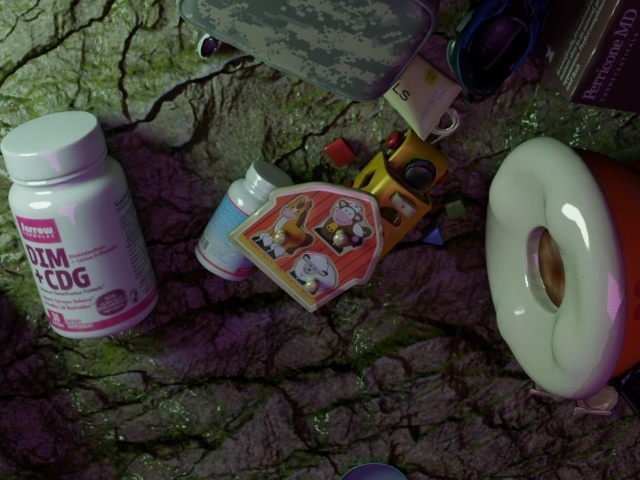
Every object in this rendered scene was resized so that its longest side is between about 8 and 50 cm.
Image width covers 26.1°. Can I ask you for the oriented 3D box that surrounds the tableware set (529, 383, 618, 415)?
[{"bbox_3d":[0.405,0.194,2.090,0.141,0.020,0.169,18,117,-10],"label":"tableware set"}]

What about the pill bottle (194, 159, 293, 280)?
[{"bbox_3d":[-0.103,-0.029,1.923,0.087,0.087,0.160,26,115,-14],"label":"pill bottle"}]

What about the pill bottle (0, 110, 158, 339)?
[{"bbox_3d":[-0.330,-0.022,1.881,0.160,0.160,0.283,-11,117,5],"label":"pill bottle"}]

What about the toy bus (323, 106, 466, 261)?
[{"bbox_3d":[0.106,-0.065,1.897,0.190,0.104,0.202,-6,118,2],"label":"toy bus"}]

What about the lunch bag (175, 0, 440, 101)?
[{"bbox_3d":[-0.004,-0.356,1.664,0.305,0.256,0.212,21,142,-13],"label":"lunch bag"}]

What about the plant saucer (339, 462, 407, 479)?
[{"bbox_3d":[0.083,0.395,2.189,0.119,0.021,0.119,-1,119,-1],"label":"plant saucer"}]

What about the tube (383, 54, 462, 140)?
[{"bbox_3d":[0.083,-0.243,1.828,0.240,0.062,0.070,41,121,-21],"label":"tube"}]

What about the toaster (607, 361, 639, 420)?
[{"bbox_3d":[0.503,0.181,2.012,0.168,0.110,0.186,-38,122,7],"label":"toaster"}]

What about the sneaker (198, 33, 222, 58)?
[{"bbox_3d":[-0.134,-0.274,1.820,0.032,0.037,0.083,27,113,-13],"label":"sneaker"}]

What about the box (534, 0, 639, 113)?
[{"bbox_3d":[0.484,-0.258,1.723,0.381,0.143,0.191,7,127,-19],"label":"box"}]

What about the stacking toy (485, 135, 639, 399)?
[{"bbox_3d":[0.493,0.009,1.879,0.479,0.350,0.351,-9,119,-16],"label":"stacking toy"}]

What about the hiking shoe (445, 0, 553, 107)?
[{"bbox_3d":[0.263,-0.315,1.751,0.113,0.132,0.304,19,116,-11],"label":"hiking shoe"}]

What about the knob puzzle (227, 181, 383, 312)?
[{"bbox_3d":[0.000,0.000,1.865,0.213,0.030,0.213,1,123,2],"label":"knob puzzle"}]
